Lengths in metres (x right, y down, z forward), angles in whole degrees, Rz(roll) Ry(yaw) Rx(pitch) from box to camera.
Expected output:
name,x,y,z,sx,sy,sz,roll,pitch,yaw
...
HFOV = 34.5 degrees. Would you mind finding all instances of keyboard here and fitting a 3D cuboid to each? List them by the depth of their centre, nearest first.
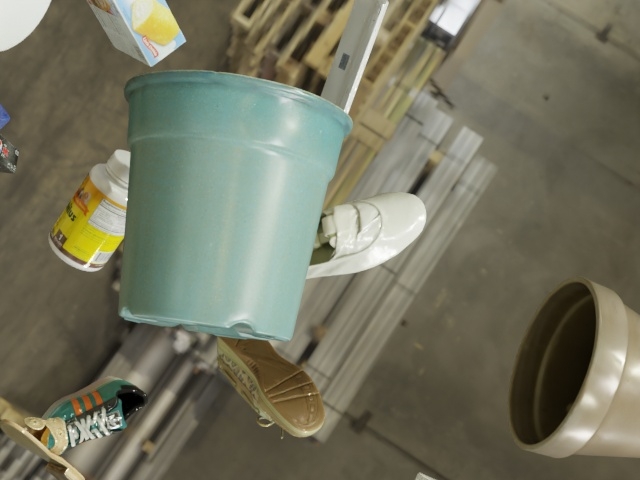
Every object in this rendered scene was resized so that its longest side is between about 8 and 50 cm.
name,x,y,z,sx,sy,sz,roll,pitch,yaw
keyboard,0.050,-0.316,1.838,0.014,0.072,0.256,2,115,-45

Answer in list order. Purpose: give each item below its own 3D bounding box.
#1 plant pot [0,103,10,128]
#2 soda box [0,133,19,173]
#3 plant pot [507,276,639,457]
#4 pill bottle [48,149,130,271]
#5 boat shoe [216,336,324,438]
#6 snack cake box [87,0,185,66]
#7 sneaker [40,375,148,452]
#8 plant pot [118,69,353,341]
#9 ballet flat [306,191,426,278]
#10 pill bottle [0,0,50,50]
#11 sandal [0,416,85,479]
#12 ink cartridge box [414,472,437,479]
name,x,y,z,sx,sy,sz,roll,pitch,yaw
plant pot,-0.832,-0.267,2.139,0.236,0.236,0.212,-38,-175,8
soda box,-0.665,-0.184,2.074,0.169,0.060,0.053,80,18,-77
plant pot,0.534,0.258,1.851,0.323,0.280,0.323,-162,-90,-80
pill bottle,-0.392,-0.056,1.863,0.215,0.117,0.117,-52,178,17
boat shoe,-0.092,0.260,1.834,0.104,0.285,0.089,-9,129,-35
snack cake box,-0.366,-0.457,1.853,0.089,0.152,0.264,-40,132,-15
sneaker,-0.516,0.401,2.337,0.302,0.121,0.108,-36,128,-52
plant pot,-0.142,-0.033,1.499,0.341,0.341,0.334,98,0,-82
ballet flat,0.000,0.000,1.937,0.400,0.139,0.139,-17,-167,21
pill bottle,-0.656,-0.495,1.723,0.224,0.392,0.224,-53,168,-16
sandal,-0.500,0.367,1.904,0.079,0.088,0.240,-59,140,-30
ink cartridge box,0.182,0.542,1.674,0.198,0.114,0.273,33,83,-46
